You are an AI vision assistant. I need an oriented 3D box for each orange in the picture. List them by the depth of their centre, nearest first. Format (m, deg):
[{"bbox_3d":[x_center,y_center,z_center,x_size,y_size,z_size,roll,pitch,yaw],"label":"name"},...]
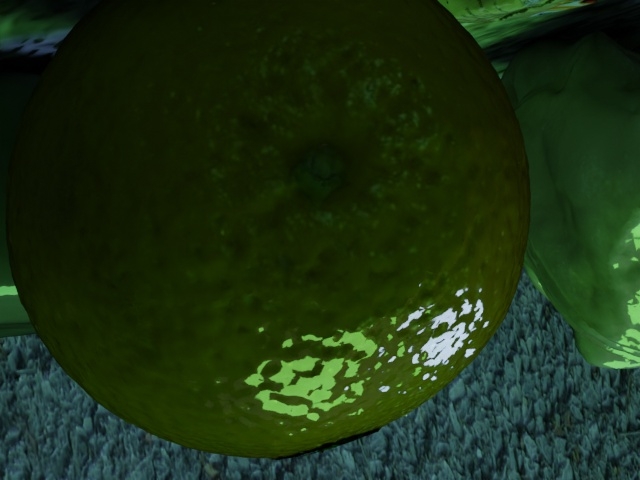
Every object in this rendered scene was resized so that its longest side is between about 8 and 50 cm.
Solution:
[{"bbox_3d":[-0.022,-0.016,0.569,0.236,0.236,0.236,-13,178,-1],"label":"orange"}]

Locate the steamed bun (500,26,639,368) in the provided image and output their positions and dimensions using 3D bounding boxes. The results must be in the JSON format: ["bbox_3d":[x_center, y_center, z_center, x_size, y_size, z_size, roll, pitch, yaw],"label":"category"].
[{"bbox_3d":[0.235,-0.030,1.028,0.276,0.289,0.203,27,116,-28],"label":"steamed bun"}]

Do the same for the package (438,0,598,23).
[{"bbox_3d":[0.116,-0.135,0.703,0.108,0.031,0.121,-11,-178,-23],"label":"package"}]

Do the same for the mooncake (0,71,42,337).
[{"bbox_3d":[-0.198,-0.010,0.745,0.275,0.135,0.275,-10,176,-1],"label":"mooncake"}]
